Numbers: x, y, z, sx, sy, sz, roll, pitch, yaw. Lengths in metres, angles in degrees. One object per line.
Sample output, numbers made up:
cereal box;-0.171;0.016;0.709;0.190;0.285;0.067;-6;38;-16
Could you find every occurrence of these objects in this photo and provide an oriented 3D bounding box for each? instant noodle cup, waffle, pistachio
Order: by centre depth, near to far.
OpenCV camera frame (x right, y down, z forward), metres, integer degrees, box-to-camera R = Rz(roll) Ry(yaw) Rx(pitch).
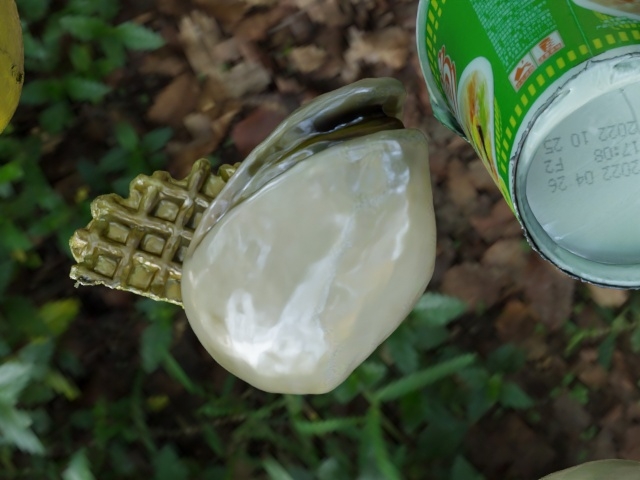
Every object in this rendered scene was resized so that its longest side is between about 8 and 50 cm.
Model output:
instant noodle cup;0.167;-0.084;1.063;0.207;0.233;0.207;-2;119;-3
pistachio;0.000;0.000;1.144;0.238;0.153;0.138;-57;42;32
waffle;-0.096;0.019;1.392;0.192;0.046;0.161;-17;86;-8

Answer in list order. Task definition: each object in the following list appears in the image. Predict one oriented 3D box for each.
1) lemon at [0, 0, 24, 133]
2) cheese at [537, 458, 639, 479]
lemon;-0.408;-0.179;1.585;0.297;0.297;0.297;14;118;27
cheese;0.090;0.142;0.608;0.064;0.227;0.137;-37;65;32
